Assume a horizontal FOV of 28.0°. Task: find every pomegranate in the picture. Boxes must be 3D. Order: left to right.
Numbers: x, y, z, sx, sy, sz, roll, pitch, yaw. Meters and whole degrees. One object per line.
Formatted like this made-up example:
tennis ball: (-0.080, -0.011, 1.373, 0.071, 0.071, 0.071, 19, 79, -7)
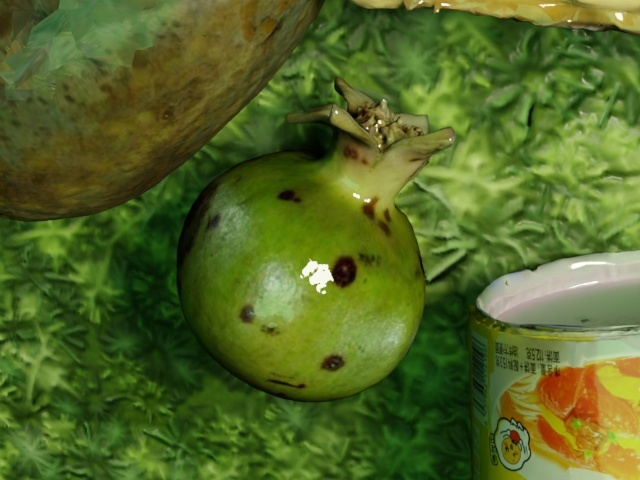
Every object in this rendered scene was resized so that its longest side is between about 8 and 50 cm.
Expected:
pomegranate: (-0.007, -0.001, 0.686, 0.148, 0.148, 0.169, 15, 105, 12)

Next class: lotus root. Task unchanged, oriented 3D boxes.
lotus root: (-0.112, -0.110, 0.666, 0.275, 0.152, 0.160, -38, 99, 28)

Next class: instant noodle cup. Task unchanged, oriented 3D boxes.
instant noodle cup: (0.158, 0.093, 0.642, 0.205, 0.205, 0.153, -6, 100, 21)

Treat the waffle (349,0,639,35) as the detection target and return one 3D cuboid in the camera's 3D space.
waffle: (0.143, -0.275, 0.531, 0.261, 0.114, 0.376, 10, 114, 15)
